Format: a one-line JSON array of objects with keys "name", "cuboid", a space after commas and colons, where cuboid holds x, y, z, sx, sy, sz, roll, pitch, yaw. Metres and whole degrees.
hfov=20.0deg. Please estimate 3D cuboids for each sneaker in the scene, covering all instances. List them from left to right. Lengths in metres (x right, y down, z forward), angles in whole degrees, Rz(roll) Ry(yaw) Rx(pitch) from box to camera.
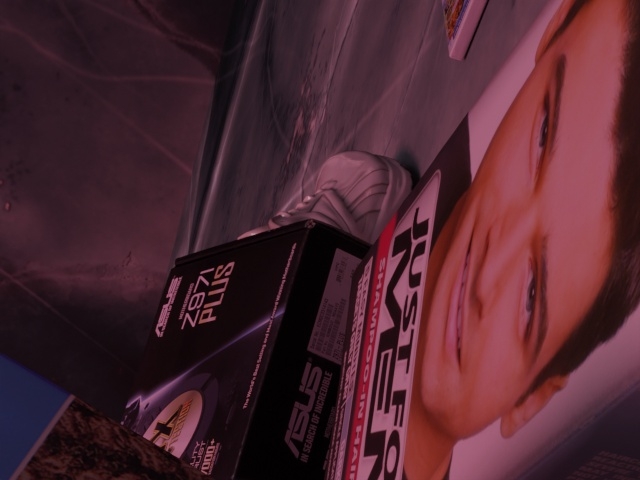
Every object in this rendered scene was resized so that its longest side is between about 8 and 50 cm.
[{"name": "sneaker", "cuboid": [0.000, 0.000, 1.213, 0.232, 0.115, 0.090, -95, 21, -60]}]

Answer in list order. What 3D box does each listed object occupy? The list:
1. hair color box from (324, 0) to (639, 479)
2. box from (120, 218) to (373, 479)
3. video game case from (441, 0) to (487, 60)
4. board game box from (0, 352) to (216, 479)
[{"name": "hair color box", "cuboid": [0.101, 0.031, 0.638, 0.374, 0.114, 0.185, 124, 158, -61]}, {"name": "box", "cuboid": [-0.035, 0.093, 0.910, 0.147, 0.078, 0.180, -15, 54, 58]}, {"name": "video game case", "cuboid": [0.100, -0.187, 1.214, 0.122, 0.011, 0.087, -91, 18, -55]}, {"name": "board game box", "cuboid": [-0.032, 0.211, 0.450, 0.232, 0.291, 0.141, -57, -4, -39]}]
